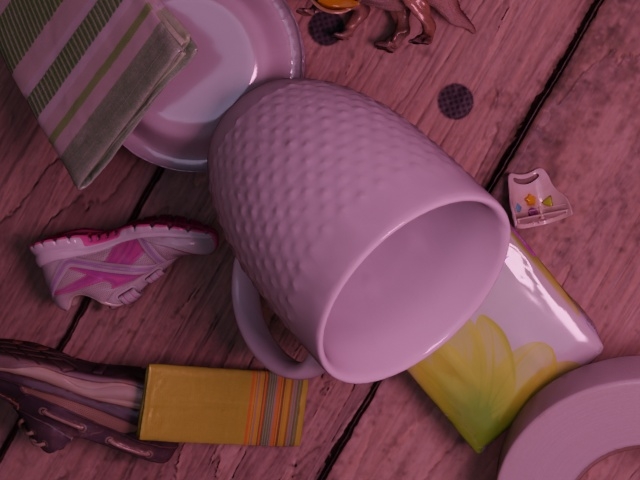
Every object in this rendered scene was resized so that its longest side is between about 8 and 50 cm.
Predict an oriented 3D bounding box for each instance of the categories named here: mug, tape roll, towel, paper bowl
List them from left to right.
[{"bbox_3d":[-0.301,-0.264,1.625,0.248,0.038,0.325,-47,61,24],"label":"towel"},{"bbox_3d":[-0.161,-0.229,1.675,0.284,0.148,0.284,0,94,1],"label":"paper bowl"},{"bbox_3d":[-0.126,0.218,1.709,0.237,0.021,0.102,7,91,-29],"label":"towel"},{"bbox_3d":[0.000,0.000,1.574,0.328,0.276,0.374,47,125,34],"label":"mug"},{"bbox_3d":[0.416,0.330,1.639,0.392,0.072,0.392,4,113,10],"label":"tape roll"}]

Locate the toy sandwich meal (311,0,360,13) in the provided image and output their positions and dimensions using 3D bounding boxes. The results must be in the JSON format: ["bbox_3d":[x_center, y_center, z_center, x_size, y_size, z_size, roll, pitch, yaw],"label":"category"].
[{"bbox_3d":[0.023,-0.318,1.589,0.086,0.029,0.085,0,90,-9],"label":"toy sandwich meal"}]

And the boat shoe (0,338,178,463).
[{"bbox_3d":[-0.349,0.219,1.719,0.355,0.132,0.130,12,94,2],"label":"boat shoe"}]

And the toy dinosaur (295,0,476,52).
[{"bbox_3d":[0.078,-0.359,1.674,0.296,0.127,0.200,13,87,-4],"label":"toy dinosaur"}]

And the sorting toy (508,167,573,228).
[{"bbox_3d":[0.282,-0.058,1.723,0.083,0.045,0.075,-10,79,-13],"label":"sorting toy"}]

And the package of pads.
[{"bbox_3d":[0.201,0.094,1.706,0.229,0.101,0.296,-39,92,5],"label":"package of pads"}]

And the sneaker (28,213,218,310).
[{"bbox_3d":[-0.255,0.032,1.725,0.252,0.103,0.111,-9,98,9],"label":"sneaker"}]
